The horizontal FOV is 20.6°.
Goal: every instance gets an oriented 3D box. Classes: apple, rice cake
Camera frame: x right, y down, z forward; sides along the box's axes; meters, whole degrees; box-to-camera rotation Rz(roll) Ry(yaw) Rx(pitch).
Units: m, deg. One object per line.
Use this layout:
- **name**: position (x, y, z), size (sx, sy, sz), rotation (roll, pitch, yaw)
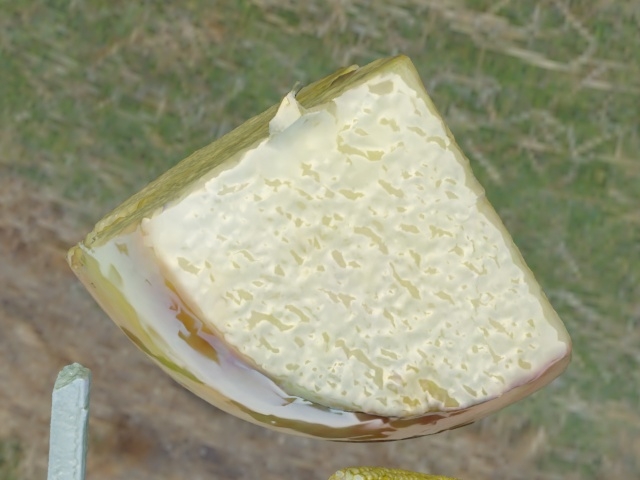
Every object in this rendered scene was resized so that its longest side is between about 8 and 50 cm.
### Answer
- **apple**: position (0.000, 0.000, 1.140), size (0.314, 0.252, 0.309), rotation (14, 174, -11)
- **rice cake**: position (-0.181, 0.173, 1.256), size (0.029, 0.170, 0.033), rotation (6, -171, 3)

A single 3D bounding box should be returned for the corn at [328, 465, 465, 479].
- **corn**: position (0.091, 0.251, 1.594), size (0.081, 0.081, 0.248), rotation (-14, 160, 36)
